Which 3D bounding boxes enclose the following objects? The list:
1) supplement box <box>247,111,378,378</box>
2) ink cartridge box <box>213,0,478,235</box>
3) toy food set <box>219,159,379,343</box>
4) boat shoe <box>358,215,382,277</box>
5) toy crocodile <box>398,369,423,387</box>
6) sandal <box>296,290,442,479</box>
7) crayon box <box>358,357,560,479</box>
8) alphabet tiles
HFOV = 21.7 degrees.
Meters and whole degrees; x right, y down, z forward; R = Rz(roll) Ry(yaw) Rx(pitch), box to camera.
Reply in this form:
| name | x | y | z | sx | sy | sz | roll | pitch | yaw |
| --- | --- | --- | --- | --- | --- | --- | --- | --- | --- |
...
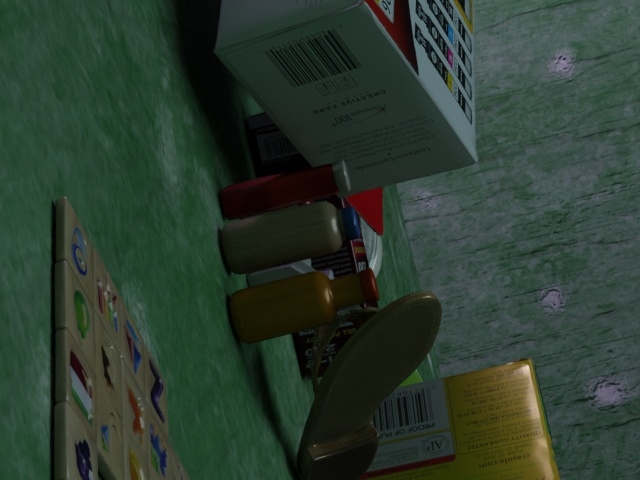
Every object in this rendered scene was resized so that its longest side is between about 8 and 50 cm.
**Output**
| name | x | y | z | sx | sy | sz | roll | pitch | yaw |
| --- | --- | --- | --- | --- | --- | --- | --- | --- | --- |
| supplement box | 0.000 | 0.000 | 1.525 | 0.130 | 0.073 | 0.239 | 2 | 76 | -84 |
| ink cartridge box | 0.046 | -0.205 | 1.368 | 0.272 | 0.130 | 0.309 | 48 | 35 | -46 |
| toy food set | -0.011 | 0.001 | 1.278 | 0.232 | 0.104 | 0.111 | -58 | 134 | -81 |
| boat shoe | -0.001 | -0.052 | 1.650 | 0.081 | 0.079 | 0.227 | 56 | 14 | -54 |
| toy crocodile | 0.110 | 0.263 | 1.695 | 0.115 | 0.105 | 0.341 | 117 | -37 | -75 |
| sandal | 0.016 | 0.095 | 1.264 | 0.079 | 0.088 | 0.240 | 58 | -33 | 32 |
| crayon box | 0.120 | 0.254 | 1.489 | 0.318 | 0.202 | 0.081 | -92 | 168 | -54 |
| alphabet tiles | -0.085 | 0.126 | 0.809 | 0.237 | 0.009 | 0.198 | 70 | 9 | -49 |
